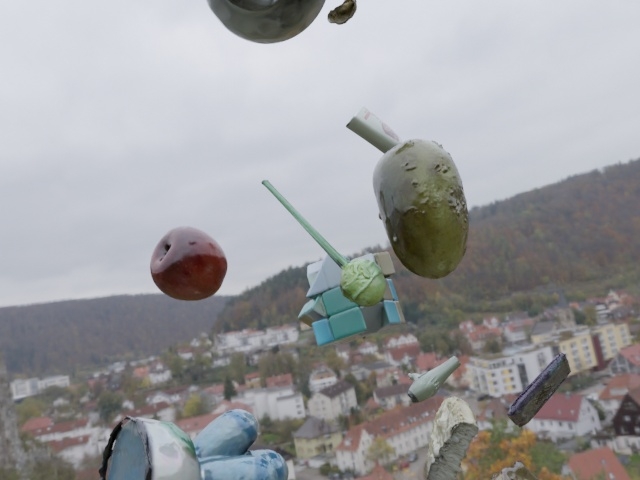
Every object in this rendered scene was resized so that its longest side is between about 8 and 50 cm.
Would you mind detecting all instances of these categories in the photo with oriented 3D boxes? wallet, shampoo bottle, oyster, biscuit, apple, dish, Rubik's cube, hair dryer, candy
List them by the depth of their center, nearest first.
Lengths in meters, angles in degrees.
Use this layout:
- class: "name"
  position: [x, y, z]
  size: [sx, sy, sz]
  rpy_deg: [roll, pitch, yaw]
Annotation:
- class: "candy"
  position: [0.000, 0.000, 1.150]
  size: [0.093, 0.335, 0.092]
  rpy_deg: [-45, -4, -10]
- class: "wallet"
  position: [0.441, 0.301, 1.169]
  size: [0.166, 0.030, 0.111]
  rpy_deg: [-47, -40, -5]
- class: "dish"
  position: [-0.142, -0.623, 1.337]
  size: [0.324, 0.324, 0.124]
  rpy_deg: [-12, 18, 14]
- class: "Rubik's cube"
  position: [0.068, 0.138, 1.431]
  size: [0.265, 0.213, 0.224]
  rpy_deg: [-22, -14, 19]
- class: "oyster"
  position: [0.061, -0.627, 1.570]
  size: [0.083, 0.081, 0.038]
  rpy_deg: [2, 10, 19]
- class: "biscuit"
  position: [0.348, 0.541, 1.591]
  size: [0.084, 0.281, 0.179]
  rpy_deg: [10, 28, -3]
- class: "apple"
  position: [-0.390, 0.071, 1.704]
  size: [0.218, 0.218, 0.201]
  rpy_deg: [-16, -31, 36]
- class: "shampoo bottle"
  position: [0.220, -0.331, 1.921]
  size: [0.071, 0.284, 0.153]
  rpy_deg: [-51, 7, 29]
- class: "hair dryer"
  position: [0.418, 0.494, 2.136]
  size: [0.219, 0.088, 0.225]
  rpy_deg: [-33, 4, 11]

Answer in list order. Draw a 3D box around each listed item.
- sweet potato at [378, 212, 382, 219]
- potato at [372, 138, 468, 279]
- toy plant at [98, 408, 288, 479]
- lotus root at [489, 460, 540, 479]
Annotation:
- class: "sweet potato"
  position: [0.218, -0.130, 1.511]
  size: [0.097, 0.097, 0.252]
  rpy_deg: [-7, -31, -25]
- class: "potato"
  position: [0.216, -0.071, 1.217]
  size: [0.173, 0.308, 0.210]
  rpy_deg: [-10, -7, -28]
- class: "toy plant"
  position: [-0.201, 0.429, 1.030]
  size: [0.332, 0.247, 0.247]
  rpy_deg: [12, -20, -34]
- class: "lotus root"
  position: [0.244, 0.415, 0.708]
  size: [0.180, 0.199, 0.188]
  rpy_deg: [-50, 18, 20]
